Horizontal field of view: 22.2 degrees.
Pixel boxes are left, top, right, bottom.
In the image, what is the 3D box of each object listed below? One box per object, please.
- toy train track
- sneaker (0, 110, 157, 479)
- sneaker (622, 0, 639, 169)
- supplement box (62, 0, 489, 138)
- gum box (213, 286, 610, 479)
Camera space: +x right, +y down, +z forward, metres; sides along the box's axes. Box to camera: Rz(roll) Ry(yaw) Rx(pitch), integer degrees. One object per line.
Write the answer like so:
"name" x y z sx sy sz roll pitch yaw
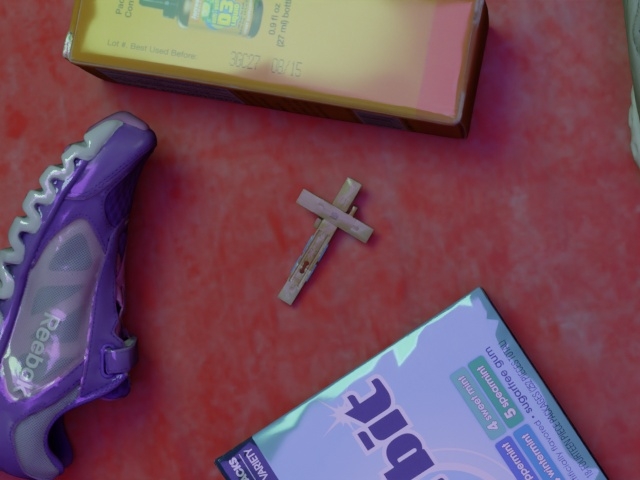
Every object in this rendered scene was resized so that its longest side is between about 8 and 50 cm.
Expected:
"toy train track" 0.000 0.000 0.968 0.048 0.014 0.083 31 98 2
"sneaker" -0.145 0.041 0.953 0.105 0.095 0.236 28 96 2
"sneaker" 0.202 -0.149 0.890 0.099 0.121 0.262 -13 85 7
"supplement box" -0.024 -0.117 0.945 0.233 0.080 0.078 11 88 7
"gum box" 0.059 0.141 0.937 0.184 0.041 0.157 -34 83 5
